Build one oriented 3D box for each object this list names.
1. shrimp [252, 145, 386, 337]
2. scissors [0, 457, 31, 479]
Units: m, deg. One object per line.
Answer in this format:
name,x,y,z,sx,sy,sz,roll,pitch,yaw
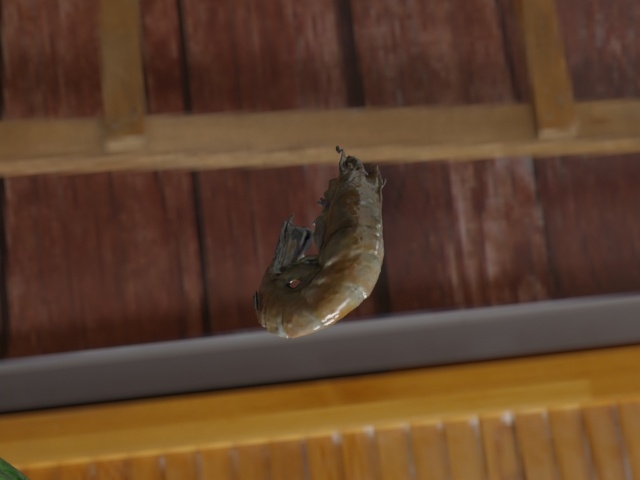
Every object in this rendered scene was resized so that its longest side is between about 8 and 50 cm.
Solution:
shrimp,0.000,0.000,1.236,0.047,0.126,0.223,50,28,-28
scissors,-0.188,0.065,0.604,0.204,0.027,0.101,40,-12,-20
